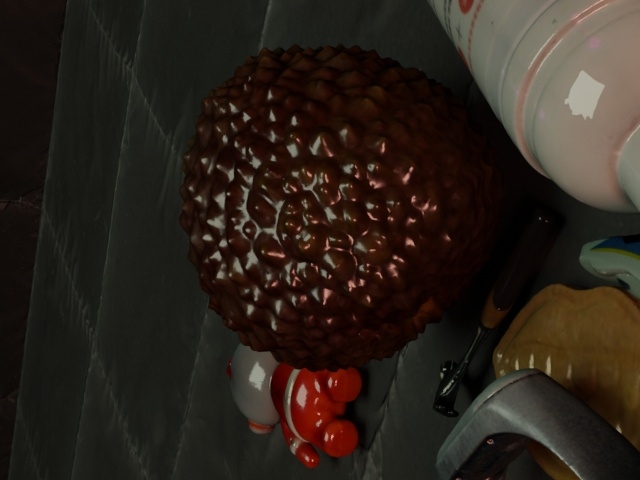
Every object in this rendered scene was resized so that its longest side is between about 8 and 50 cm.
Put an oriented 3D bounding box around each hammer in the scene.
[{"bbox_3d":[0.130,0.058,0.948,0.078,0.021,0.201,-66,-1,-57],"label":"hammer"}]

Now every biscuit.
[{"bbox_3d":[0.181,0.100,0.851,0.221,0.029,0.141,-174,85,-66],"label":"biscuit"}]

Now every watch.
[{"bbox_3d":[0.154,0.195,0.825,0.193,0.068,0.206,60,151,23],"label":"watch"}]

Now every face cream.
[{"bbox_3d":[0.169,-0.102,0.724,0.369,0.145,0.145,-111,32,-45],"label":"face cream"}]

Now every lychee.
[{"bbox_3d":[0.006,-0.034,0.962,0.267,0.268,0.267,-179,90,-66],"label":"lychee"}]

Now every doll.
[{"bbox_3d":[-0.035,0.151,1.282,0.245,0.076,0.142,11,98,62],"label":"doll"}]

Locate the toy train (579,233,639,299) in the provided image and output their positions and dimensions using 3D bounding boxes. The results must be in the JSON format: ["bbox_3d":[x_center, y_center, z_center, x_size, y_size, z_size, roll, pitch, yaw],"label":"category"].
[{"bbox_3d":[0.223,0.020,0.720,0.234,0.052,0.051,-11,59,65],"label":"toy train"}]
